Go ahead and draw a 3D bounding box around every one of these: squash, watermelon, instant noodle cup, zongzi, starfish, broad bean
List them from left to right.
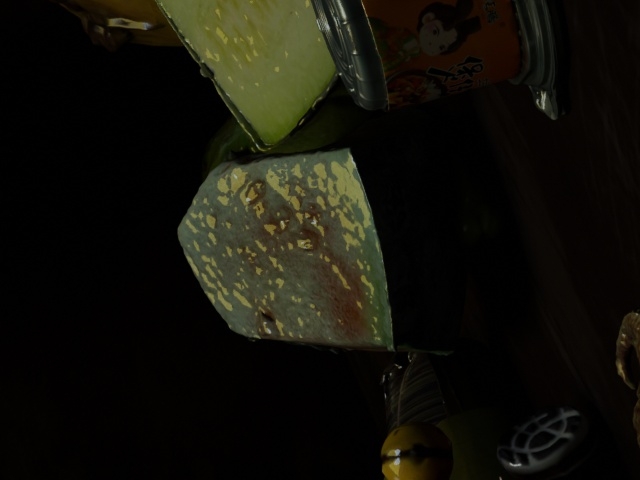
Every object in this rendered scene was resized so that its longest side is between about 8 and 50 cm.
[{"bbox_3d":[-0.024,-0.230,1.316,0.234,0.210,0.309,57,177,14],"label":"squash"},{"bbox_3d":[0.000,0.000,1.594,0.387,0.258,0.228,-30,-62,-84],"label":"watermelon"},{"bbox_3d":[0.061,-0.157,1.135,0.177,0.125,0.208,107,142,-81],"label":"instant noodle cup"},{"bbox_3d":[0.099,0.281,1.756,0.317,0.154,0.289,-49,47,38],"label":"zongzi"},{"bbox_3d":[0.122,-0.032,1.475,0.063,0.045,0.083,70,-175,-56],"label":"broad bean"},{"bbox_3d":[0.218,0.112,1.089,0.209,0.053,0.150,76,-175,-85],"label":"starfish"}]

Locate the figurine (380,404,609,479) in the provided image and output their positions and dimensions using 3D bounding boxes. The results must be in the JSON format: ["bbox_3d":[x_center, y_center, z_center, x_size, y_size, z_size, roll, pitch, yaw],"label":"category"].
[{"bbox_3d":[0.105,0.301,1.387,0.196,0.323,0.320,87,163,-72],"label":"figurine"}]

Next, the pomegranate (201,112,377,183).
[{"bbox_3d":[-0.012,-0.042,1.985,0.222,0.204,0.276,46,165,36],"label":"pomegranate"}]

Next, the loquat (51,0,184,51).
[{"bbox_3d":[-0.163,-0.368,1.836,0.328,0.328,0.359,172,122,-85],"label":"loquat"}]
